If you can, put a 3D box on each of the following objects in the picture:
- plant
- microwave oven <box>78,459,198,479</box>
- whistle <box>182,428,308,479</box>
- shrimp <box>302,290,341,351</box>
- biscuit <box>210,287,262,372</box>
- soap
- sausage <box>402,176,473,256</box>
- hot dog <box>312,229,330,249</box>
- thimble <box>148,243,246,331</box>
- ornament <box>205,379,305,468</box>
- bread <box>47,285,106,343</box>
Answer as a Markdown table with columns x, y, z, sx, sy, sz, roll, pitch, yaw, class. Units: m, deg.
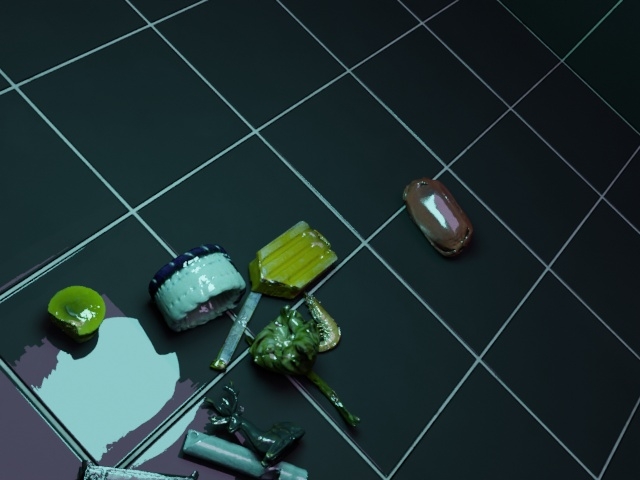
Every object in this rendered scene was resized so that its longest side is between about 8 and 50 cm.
| x | y | z | sx | sy | sz | roll | pitch | yaw | class |
| --- | --- | --- | --- | --- | --- | --- | --- | --- | --- |
| -0.063 | 0.348 | 1.719 | 0.180 | 0.251 | 0.333 | -27 | 113 | -14 | plant |
| -0.401 | 0.577 | 1.383 | 0.247 | 0.188 | 0.178 | 13 | 58 | -16 | microwave oven |
| -0.181 | 0.535 | 1.580 | 0.312 | 0.062 | 0.062 | 24 | 56 | -10 | whistle |
| -0.023 | 0.235 | 1.834 | 0.124 | 0.034 | 0.178 | -34 | 85 | -27 | shrimp |
| -0.215 | 0.224 | 1.757 | 0.048 | 0.026 | 0.292 | 30 | 54 | -7 | biscuit |
| -0.089 | 0.069 | 1.852 | 0.160 | 0.080 | 0.257 | 47 | 50 | 8 | soap |
| 0.378 | -0.081 | 2.112 | 0.152 | 0.152 | 0.280 | -27 | 75 | -33 | sausage |
| 0.000 | 0.000 | 1.978 | 0.083 | 0.021 | 0.037 | 42 | 56 | 4 | hot dog |
| -0.317 | 0.124 | 1.657 | 0.237 | 0.237 | 0.150 | -23 | 71 | -32 | thimble |
| -0.166 | 0.441 | 1.616 | 0.236 | 0.080 | 0.202 | 35 | 15 | 18 | ornament |
| -0.581 | 0.176 | 1.569 | 0.129 | 0.114 | 0.111 | 41 | 54 | 3 | bread |
